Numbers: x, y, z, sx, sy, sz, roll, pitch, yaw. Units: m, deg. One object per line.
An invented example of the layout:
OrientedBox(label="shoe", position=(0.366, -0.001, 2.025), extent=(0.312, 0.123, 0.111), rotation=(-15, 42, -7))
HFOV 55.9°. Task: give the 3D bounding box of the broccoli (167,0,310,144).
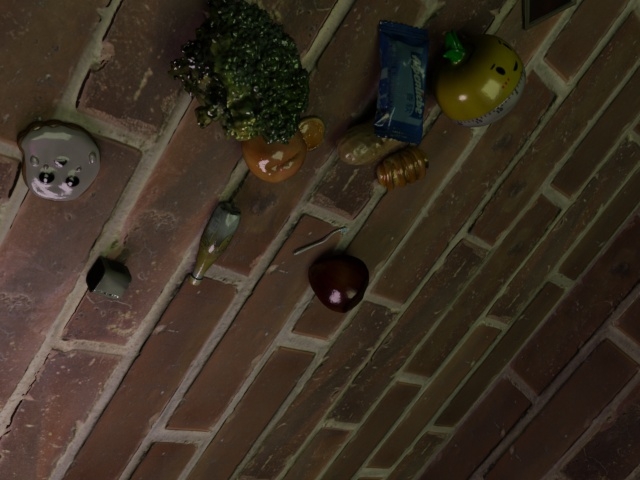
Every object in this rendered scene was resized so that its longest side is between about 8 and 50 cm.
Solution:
OrientedBox(label="broccoli", position=(-0.173, -0.377, 1.394), extent=(0.334, 0.324, 0.272), rotation=(29, 114, -32))

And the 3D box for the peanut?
OrientedBox(label="peanut", position=(0.176, -0.314, 1.784), extent=(0.290, 0.130, 0.130), rotation=(-32, 134, -8))

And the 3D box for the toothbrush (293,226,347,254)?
OrientedBox(label="toothbrush", position=(0.000, 0.000, 1.982), extent=(0.204, 0.017, 0.022), rotation=(-25, 114, -16))

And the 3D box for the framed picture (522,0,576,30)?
OrientedBox(label="framed picture", position=(0.695, -0.812, 1.825), extent=(0.211, 0.020, 0.289), rotation=(-29, 135, -11))

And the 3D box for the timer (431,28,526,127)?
OrientedBox(label="timer", position=(0.427, -0.488, 1.733), extent=(0.285, 0.285, 0.285), rotation=(-18, 131, -22))

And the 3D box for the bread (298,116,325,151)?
OrientedBox(label="bread", position=(-0.032, -0.303, 1.724), extent=(0.110, 0.024, 0.110), rotation=(-18, 131, -22))

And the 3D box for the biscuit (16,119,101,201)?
OrientedBox(label="biscuit", position=(-0.611, -0.180, 1.422), extent=(0.181, 0.049, 0.208), rotation=(-7, 124, -28))

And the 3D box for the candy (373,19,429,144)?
OrientedBox(label="candy", position=(0.228, -0.443, 1.689), extent=(0.187, 0.077, 0.331), rotation=(1, 94, -34))

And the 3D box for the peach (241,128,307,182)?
OrientedBox(label="peach", position=(-0.125, -0.242, 1.606), extent=(0.184, 0.184, 0.184), rotation=(-18, 131, -22))

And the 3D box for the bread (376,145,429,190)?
OrientedBox(label="bread", position=(0.266, -0.227, 1.941), extent=(0.177, 0.084, 0.119), rotation=(-25, 133, -10))

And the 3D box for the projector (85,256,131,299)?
OrientedBox(label="projector", position=(-0.574, 0.104, 1.634), extent=(0.082, 0.083, 0.083), rotation=(27, 105, -44))

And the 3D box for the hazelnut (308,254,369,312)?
OrientedBox(label="hazelnut", position=(0.056, 0.136, 2.023), extent=(0.208, 0.208, 0.208), rotation=(-18, 131, -22))

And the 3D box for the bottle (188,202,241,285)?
OrientedBox(label="bottle", position=(-0.313, 0.017, 1.743), extent=(0.083, 0.083, 0.269), rotation=(11, 119, -38))
